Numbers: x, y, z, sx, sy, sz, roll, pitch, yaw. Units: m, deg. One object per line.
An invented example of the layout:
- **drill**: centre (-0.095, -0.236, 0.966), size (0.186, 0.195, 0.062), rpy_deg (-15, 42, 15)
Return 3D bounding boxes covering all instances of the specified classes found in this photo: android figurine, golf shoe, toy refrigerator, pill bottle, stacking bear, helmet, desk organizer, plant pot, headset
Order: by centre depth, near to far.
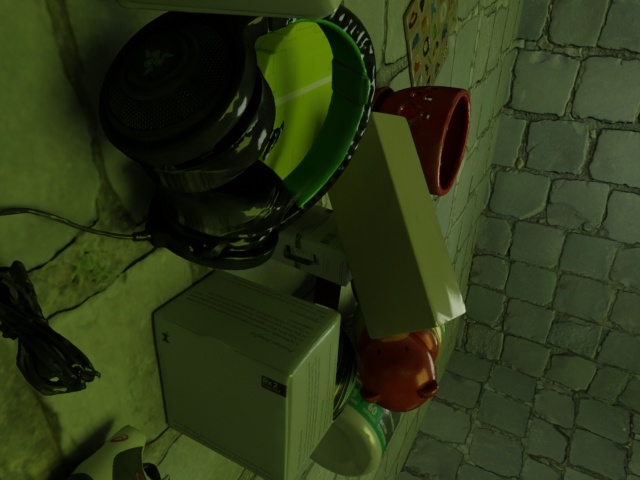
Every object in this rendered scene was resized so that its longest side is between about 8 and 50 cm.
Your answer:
- **headset**: centre (-0.085, -0.052, 0.430), size (0.394, 0.185, 0.243), rpy_deg (-35, 149, -23)
- **golf shoe**: centre (-0.200, 0.323, 0.558), size (0.120, 0.105, 0.272), rpy_deg (-59, 154, -45)
- **android figurine**: centre (-0.044, -0.158, 0.632), size (0.248, 0.056, 0.272), rpy_deg (-44, 145, -47)
- **toy refrigerator**: centre (0.091, -0.019, 0.658), size (0.094, 0.102, 0.269), rpy_deg (-10, 82, -50)
- **stacking bear**: centre (0.123, 0.149, 0.799), size (0.289, 0.175, 0.164), rpy_deg (-67, 153, -66)
- **helmet**: centre (-0.019, 0.210, 0.801), size (0.161, 0.169, 0.169), rpy_deg (-42, 145, -76)
- **plant pot**: centre (0.166, -0.192, 0.924), size (0.191, 0.174, 0.191), rpy_deg (-46, 145, -46)
- **desk organizer**: centre (0.027, 0.061, 0.938), size (0.047, 0.050, 0.130), rpy_deg (-30, 132, -57)
- **pill bottle**: centre (0.095, 0.274, 1.040), size (0.361, 0.204, 0.204), rpy_deg (-46, 145, -47)

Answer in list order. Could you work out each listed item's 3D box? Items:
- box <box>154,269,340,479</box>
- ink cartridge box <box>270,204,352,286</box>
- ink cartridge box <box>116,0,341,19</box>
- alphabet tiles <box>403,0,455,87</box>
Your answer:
- **box**: centre (-0.084, 0.158, 0.597), size (0.119, 0.181, 0.181), rpy_deg (-39, 140, -51)
- **ink cartridge box**: centre (0.000, 0.000, 0.736), size (0.099, 0.135, 0.056), rpy_deg (-44, 146, -47)
- **ink cartridge box**: centre (-0.102, -0.266, 0.248), size (0.121, 0.211, 0.289), rpy_deg (-68, 157, -15)
- **alphabet tiles**: centre (0.248, -0.492, 1.112), size (0.285, 0.011, 0.342), rpy_deg (-63, 154, -21)
